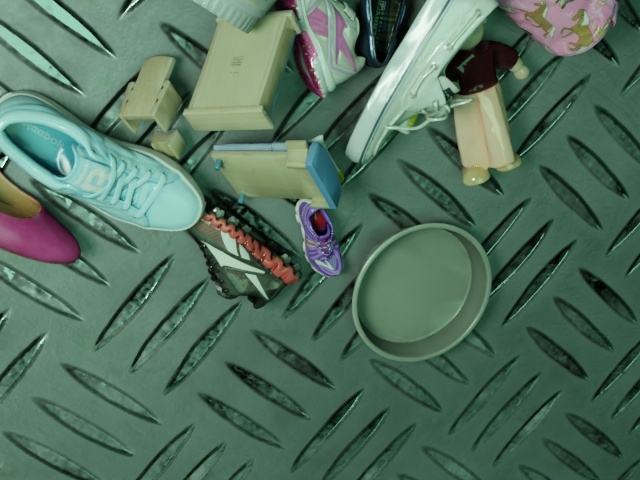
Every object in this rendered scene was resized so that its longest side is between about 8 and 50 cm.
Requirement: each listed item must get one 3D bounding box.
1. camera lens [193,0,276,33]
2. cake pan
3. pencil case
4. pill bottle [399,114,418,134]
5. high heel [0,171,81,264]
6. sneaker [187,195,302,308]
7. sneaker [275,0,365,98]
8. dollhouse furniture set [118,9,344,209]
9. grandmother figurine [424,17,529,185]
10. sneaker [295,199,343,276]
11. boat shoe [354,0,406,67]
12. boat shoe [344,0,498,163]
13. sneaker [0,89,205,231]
[{"bbox_3d":[-0.121,-0.476,1.432,0.219,0.219,0.274,28,100,-28],"label":"camera lens"},{"bbox_3d":[0.191,0.095,1.881,0.293,0.054,0.293,-8,114,-17],"label":"cake pan"},{"bbox_3d":[0.337,-0.468,1.635,0.386,0.167,0.160,32,103,-31],"label":"pencil case"},{"bbox_3d":[0.157,-0.236,1.736,0.043,0.043,0.083,20,103,-26],"label":"pill bottle"},{"bbox_3d":[-0.503,-0.110,1.488,0.377,0.127,0.181,32,109,-25],"label":"high heel"},{"bbox_3d":[-0.163,0.026,1.695,0.276,0.097,0.135,38,93,-30],"label":"sneaker"},{"bbox_3d":[0.001,-0.368,1.600,0.111,0.103,0.252,-27,124,-13],"label":"sneaker"},{"bbox_3d":[-0.119,-0.200,1.625,0.303,0.287,0.198,57,42,-52],"label":"dollhouse furniture set"},{"bbox_3d":[0.282,-0.279,1.736,0.208,0.104,0.342,-29,121,-17],"label":"grandmother figurine"},{"bbox_3d":[0.000,0.000,1.761,0.068,0.071,0.169,-27,119,-8],"label":"sneaker"},{"bbox_3d":[0.121,-0.416,1.621,0.109,0.089,0.258,-6,113,-18],"label":"boat shoe"},{"bbox_3d":[0.185,-0.263,1.636,0.157,0.136,0.367,31,110,0],"label":"boat shoe"},{"bbox_3d":[-0.351,-0.099,1.512,0.366,0.150,0.135,26,107,-15],"label":"sneaker"}]
